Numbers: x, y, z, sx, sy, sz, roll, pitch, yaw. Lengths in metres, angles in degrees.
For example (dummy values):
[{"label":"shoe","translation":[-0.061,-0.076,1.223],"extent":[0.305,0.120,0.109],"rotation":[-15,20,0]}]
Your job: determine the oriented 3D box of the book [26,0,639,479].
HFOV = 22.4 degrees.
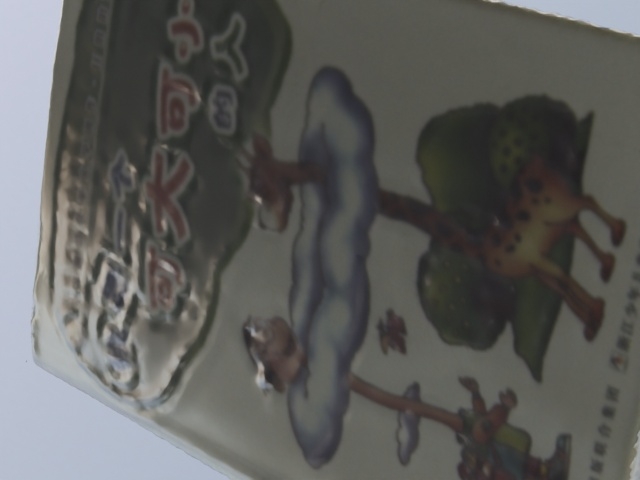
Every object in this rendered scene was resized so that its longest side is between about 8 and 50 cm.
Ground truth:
[{"label":"book","translation":[0.000,0.000,0.731],"extent":[0.371,0.043,0.260],"rotation":[22,-70,40]}]
